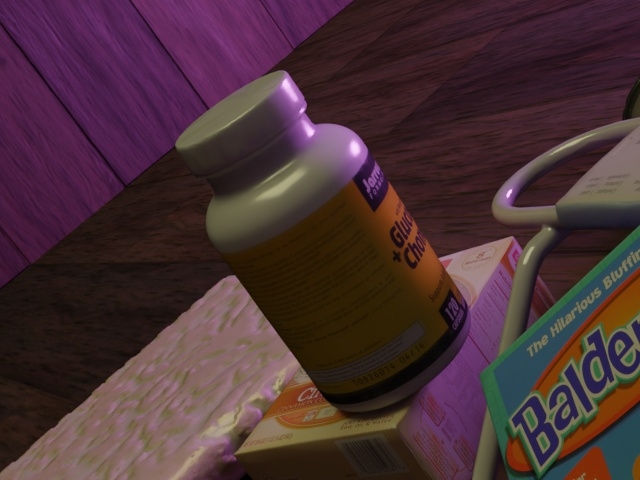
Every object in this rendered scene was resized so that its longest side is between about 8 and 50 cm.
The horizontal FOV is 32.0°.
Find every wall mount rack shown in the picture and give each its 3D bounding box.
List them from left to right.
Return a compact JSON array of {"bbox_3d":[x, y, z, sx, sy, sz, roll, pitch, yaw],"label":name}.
[{"bbox_3d":[0.201,0.027,0.533,0.304,0.130,0.350,-39,16,-24],"label":"wall mount rack"}]

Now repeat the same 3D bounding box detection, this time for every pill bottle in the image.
[{"bbox_3d":[0.000,0.000,0.636,0.103,0.184,0.103,-30,19,12],"label":"pill bottle"}]

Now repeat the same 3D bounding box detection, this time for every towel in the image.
[{"bbox_3d":[-0.116,0.144,0.945,0.332,0.053,0.317,-43,17,-24],"label":"towel"}]

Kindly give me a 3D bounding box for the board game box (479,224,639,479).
[{"bbox_3d":[0.145,0.084,0.406,0.160,0.047,0.210,-49,29,28],"label":"board game box"}]

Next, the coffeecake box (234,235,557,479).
[{"bbox_3d":[0.054,0.091,0.727,0.142,0.068,0.185,-20,22,43],"label":"coffeecake box"}]

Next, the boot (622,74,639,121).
[{"bbox_3d":[0.330,-0.116,0.742,0.246,0.083,0.161,-34,22,9],"label":"boot"}]
